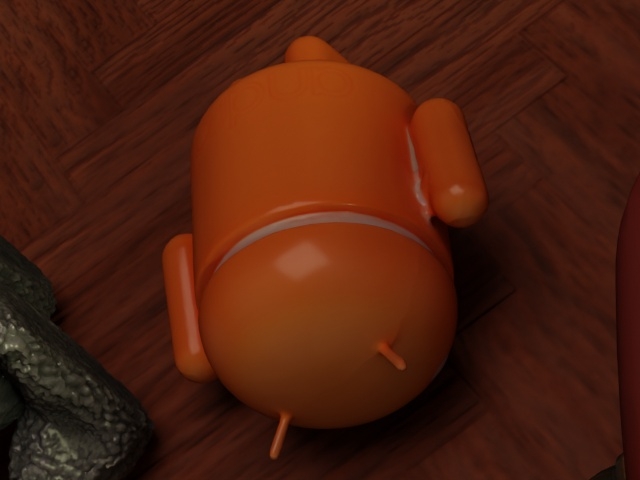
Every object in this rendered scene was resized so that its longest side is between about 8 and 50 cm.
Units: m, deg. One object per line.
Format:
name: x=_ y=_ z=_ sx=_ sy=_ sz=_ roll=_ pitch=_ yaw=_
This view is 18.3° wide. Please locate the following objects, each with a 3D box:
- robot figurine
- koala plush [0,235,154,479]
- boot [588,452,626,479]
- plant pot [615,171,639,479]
robot figurine: x=-0.001 y=0.001 z=0.971 sx=0.158 sy=0.128 sz=0.219 roll=-4 pitch=46 yaw=-2
koala plush: x=-0.244 y=0.089 z=0.998 sx=0.221 sy=0.203 sz=0.196 roll=-46 pitch=44 yaw=3
boot: x=0.136 y=0.190 z=0.786 sx=0.106 sy=0.082 sz=0.219 roll=-37 pitch=44 yaw=27
plant pot: x=0.211 y=0.060 z=0.611 sx=0.275 sy=0.275 sz=0.243 roll=-23 pitch=32 yaw=9
